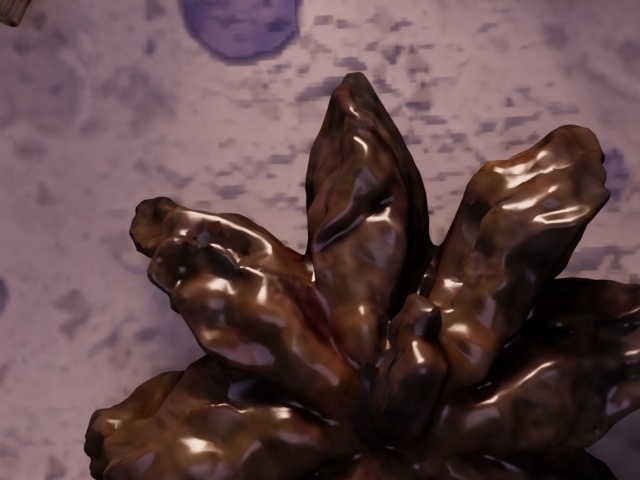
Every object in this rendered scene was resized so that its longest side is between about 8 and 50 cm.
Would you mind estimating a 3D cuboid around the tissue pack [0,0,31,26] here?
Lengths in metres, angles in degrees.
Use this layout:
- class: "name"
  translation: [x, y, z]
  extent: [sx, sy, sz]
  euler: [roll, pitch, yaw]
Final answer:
- class: "tissue pack"
  translation: [-0.134, -0.174, 0.430]
  extent: [0.109, 0.060, 0.148]
  euler: [29, 89, 2]

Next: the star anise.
- class: "star anise"
  translation: [0.024, 0.052, 0.407]
  extent: [0.223, 0.109, 0.236]
  euler: [11, 88, 2]
